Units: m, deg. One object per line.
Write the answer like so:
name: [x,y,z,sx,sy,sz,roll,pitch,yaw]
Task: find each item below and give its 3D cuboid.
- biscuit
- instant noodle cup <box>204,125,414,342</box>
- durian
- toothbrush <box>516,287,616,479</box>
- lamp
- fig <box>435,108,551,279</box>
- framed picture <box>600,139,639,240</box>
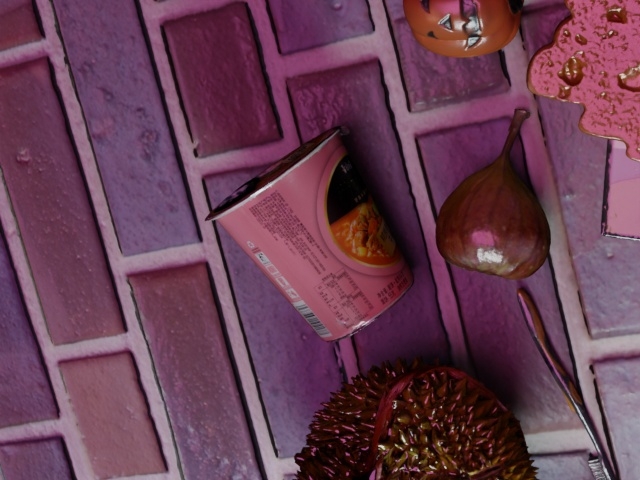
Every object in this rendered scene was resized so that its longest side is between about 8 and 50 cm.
biscuit: [0.426,-0.215,1.837,0.284,0.043,0.306,-33,92,27]
instant noodle cup: [0.000,0.000,2.016,0.244,0.244,0.255,-32,99,28]
durian: [0.128,0.336,1.970,0.384,0.347,0.348,10,109,35]
toothbrush: [0.352,0.213,2.017,0.031,0.023,0.321,-21,96,24]
lamp: [0.181,-0.332,1.846,0.164,0.187,0.188,4,106,21]
fig: [0.248,-0.053,1.947,0.160,0.231,0.143,5,150,23]
framed picture: [0.501,-0.146,1.855,0.244,0.013,0.324,7,108,22]
